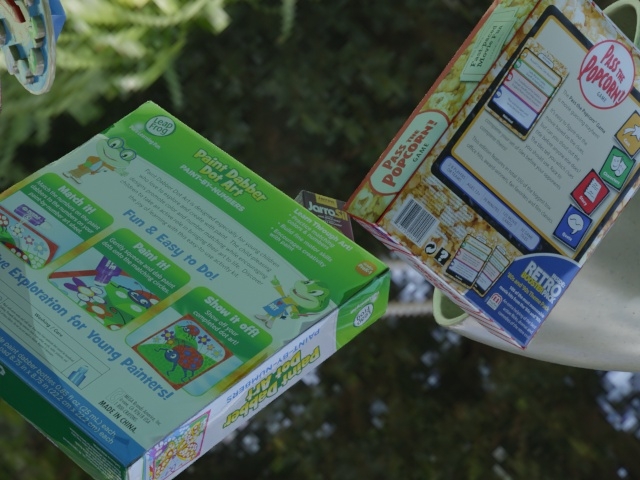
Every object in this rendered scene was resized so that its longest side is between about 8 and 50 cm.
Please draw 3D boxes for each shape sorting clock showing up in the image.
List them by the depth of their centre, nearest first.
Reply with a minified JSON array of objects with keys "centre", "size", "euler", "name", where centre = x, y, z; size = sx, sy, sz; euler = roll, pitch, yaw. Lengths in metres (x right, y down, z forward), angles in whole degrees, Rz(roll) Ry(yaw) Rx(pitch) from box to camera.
[{"centre":[-0.299,-0.240,1.586],"size":[0.040,0.206,0.206],"euler":[-17,176,-27],"name":"shape sorting clock"}]

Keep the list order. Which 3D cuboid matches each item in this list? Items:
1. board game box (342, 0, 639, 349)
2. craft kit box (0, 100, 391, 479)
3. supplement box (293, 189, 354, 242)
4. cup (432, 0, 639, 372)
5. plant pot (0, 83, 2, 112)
[{"centre":[0.127,-0.052,1.026],"size":[0.193,0.147,0.045],"euler":[-53,-150,-5],"name":"board game box"},{"centre":[-0.124,0.032,1.144],"size":[0.247,0.250,0.061],"euler":[-37,148,-29],"name":"craft kit box"},{"centre":[0.000,0.000,1.604],"size":[0.043,0.055,0.083],"euler":[-51,-144,39],"name":"supplement box"},{"centre":[0.285,-0.014,1.458],"size":[0.331,0.237,0.331],"euler":[-59,-173,12],"name":"cup"},{"centre":[-0.298,-0.166,1.027],"size":[0.180,0.201,0.201],"euler":[-7,-176,-9],"name":"plant pot"}]
